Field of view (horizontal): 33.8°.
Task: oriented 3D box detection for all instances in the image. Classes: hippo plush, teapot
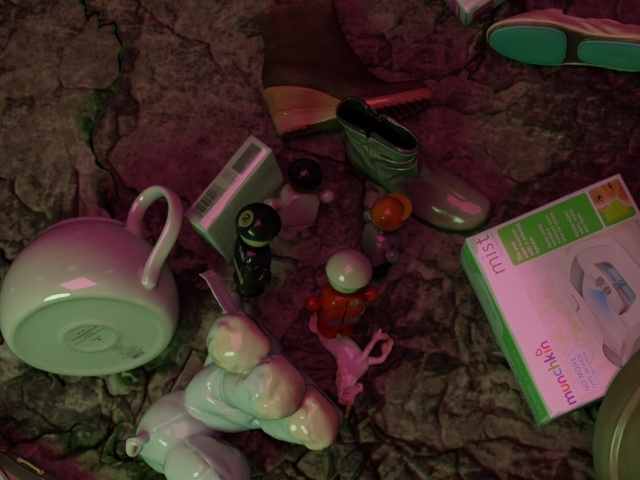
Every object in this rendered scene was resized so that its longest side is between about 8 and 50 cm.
[{"bbox_3d":[-0.141,0.212,1.347,0.236,0.234,0.294,-43,66,-3],"label":"hippo plush"},{"bbox_3d":[-0.308,0.051,1.419,0.256,0.253,0.187,-3,55,-7],"label":"teapot"}]

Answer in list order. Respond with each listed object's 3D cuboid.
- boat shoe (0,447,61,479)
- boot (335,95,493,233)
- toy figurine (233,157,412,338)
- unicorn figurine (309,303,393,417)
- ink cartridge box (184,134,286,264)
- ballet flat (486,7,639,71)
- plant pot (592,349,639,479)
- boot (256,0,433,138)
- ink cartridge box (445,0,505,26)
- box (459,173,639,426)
[{"bbox_3d":[-0.414,0.334,1.437,0.227,0.068,0.081,30,119,17],"label":"boat shoe"},{"bbox_3d":[0.127,-0.100,1.461,0.246,0.161,0.083,30,79,13],"label":"boot"},{"bbox_3d":[0.000,0.000,1.416,0.213,0.148,0.209,26,47,14],"label":"toy figurine"},{"bbox_3d":[0.042,0.155,1.456,0.111,0.060,0.162,-40,60,2],"label":"unicorn figurine"},{"bbox_3d":[-0.112,-0.053,1.459,0.045,0.179,0.145,37,80,12],"label":"ink cartridge box"},{"bbox_3d":[0.371,-0.300,1.548,0.248,0.086,0.086,11,75,7],"label":"ballet flat"},{"bbox_3d":[0.508,0.276,1.198,0.323,0.280,0.323,-1,101,-3],"label":"plant pot"},{"bbox_3d":[0.031,-0.269,1.554,0.248,0.090,0.207,-9,76,6],"label":"boot"},{"bbox_3d":[0.211,-0.501,1.621,0.185,0.065,0.311,-33,76,-4],"label":"ink cartridge box"},{"bbox_3d":[0.344,0.083,1.411,0.231,0.127,0.262,-22,75,-3],"label":"box"}]
